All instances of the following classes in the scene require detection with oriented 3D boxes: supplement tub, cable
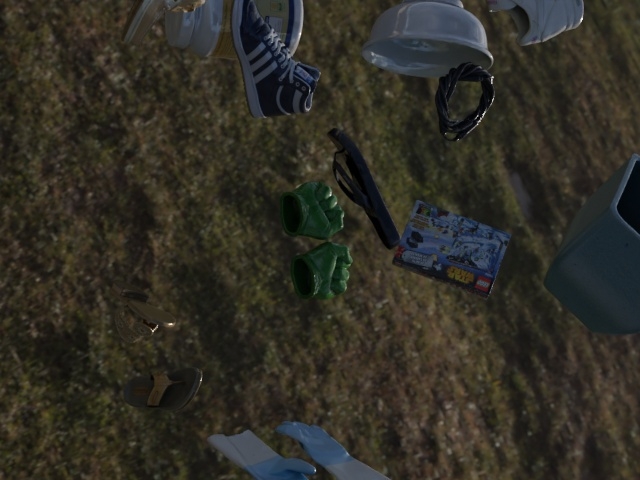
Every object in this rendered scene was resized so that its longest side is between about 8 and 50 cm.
[{"bbox_3d":[-0.227,-0.585,2.259,0.317,0.228,0.228,1,61,-25],"label":"supplement tub"},{"bbox_3d":[0.313,-0.314,1.900,0.184,0.047,0.150,-41,122,-24],"label":"cable"}]

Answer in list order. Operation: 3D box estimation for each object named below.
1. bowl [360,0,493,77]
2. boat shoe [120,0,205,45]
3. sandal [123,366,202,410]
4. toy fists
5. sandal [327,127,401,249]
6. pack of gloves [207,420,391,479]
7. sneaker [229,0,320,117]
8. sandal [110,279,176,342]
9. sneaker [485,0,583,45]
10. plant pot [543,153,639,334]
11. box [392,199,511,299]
[{"bbox_3d":[0.245,-0.471,1.964,0.298,0.298,0.134,14,81,-55],"label":"bowl"},{"bbox_3d":[-0.143,-0.265,0.898,0.059,0.170,0.063,32,17,-25],"label":"boat shoe"},{"bbox_3d":[-0.273,0.247,1.457,0.049,0.180,0.072,37,53,-46],"label":"sandal"},{"bbox_3d":[0.000,0.000,2.025,0.142,0.096,0.279,-14,95,-46],"label":"toy fists"},{"bbox_3d":[0.073,-0.093,1.627,0.254,0.055,0.097,63,-6,-4],"label":"sandal"},{"bbox_3d":[-0.023,0.317,1.296,0.195,0.232,0.046,-3,110,-42],"label":"pack of gloves"},{"bbox_3d":[-0.089,-0.382,1.803,0.099,0.153,0.282,-66,154,-47],"label":"sneaker"},{"bbox_3d":[-0.334,0.146,1.575,0.088,0.079,0.240,23,3,-32],"label":"sandal"},{"bbox_3d":[0.341,-0.484,1.504,0.305,0.152,0.114,62,-5,-11],"label":"sneaker"},{"bbox_3d":[0.579,0.036,1.676,0.248,0.252,0.247,44,42,-1],"label":"plant pot"},{"bbox_3d":[0.176,0.012,1.174,0.027,0.137,0.093,84,29,-72],"label":"box"}]
